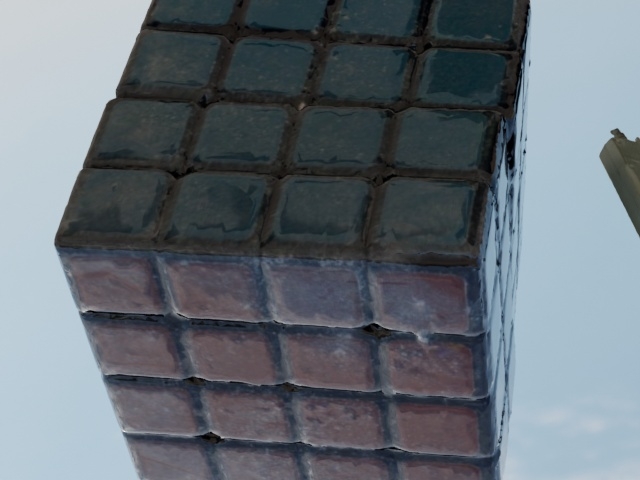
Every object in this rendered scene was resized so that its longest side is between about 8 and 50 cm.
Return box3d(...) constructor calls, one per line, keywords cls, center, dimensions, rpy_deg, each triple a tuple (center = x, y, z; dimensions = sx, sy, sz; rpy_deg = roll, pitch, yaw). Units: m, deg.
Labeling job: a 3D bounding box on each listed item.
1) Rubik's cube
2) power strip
box3d(cls="Rubik's cube", center=(0.000, 0.000, 1.382), dimensions=(0.344, 0.344, 0.337), rpy_deg=(4, -132, 9))
box3d(cls="power strip", center=(0.294, -0.036, 1.416), dimensions=(0.047, 0.030, 0.191), rpy_deg=(9, -138, -26))
